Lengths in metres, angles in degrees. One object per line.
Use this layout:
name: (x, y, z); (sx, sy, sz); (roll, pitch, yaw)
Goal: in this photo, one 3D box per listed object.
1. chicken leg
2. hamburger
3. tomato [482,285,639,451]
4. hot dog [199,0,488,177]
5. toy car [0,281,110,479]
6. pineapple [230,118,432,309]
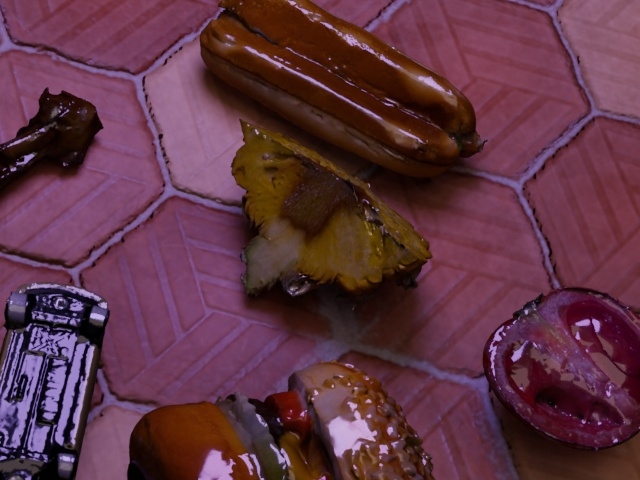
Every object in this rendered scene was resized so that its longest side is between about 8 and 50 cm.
chicken leg: (-0.362, -0.070, 1.657); (0.304, 0.093, 0.113); (-26, 88, -29)
hamburger: (-0.018, 0.276, 1.407); (0.250, 0.330, 0.330); (-15, 67, -18)
tomato: (0.255, 0.144, 1.640); (0.189, 0.099, 0.173); (-32, 75, -25)
hot dog: (0.026, -0.169, 1.761); (0.337, 0.100, 0.135); (28, 71, 6)
toy car: (-0.271, 0.169, 1.527); (0.101, 0.124, 0.256); (11, 53, -5)
pineapple: (0.005, 0.003, 1.682); (0.250, 0.140, 0.164); (31, 103, 23)
